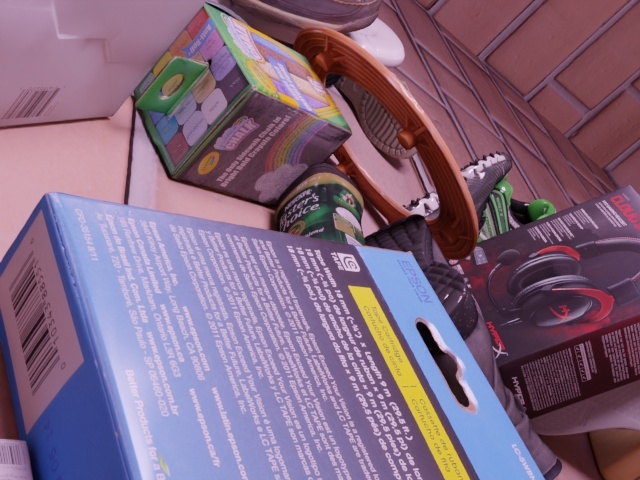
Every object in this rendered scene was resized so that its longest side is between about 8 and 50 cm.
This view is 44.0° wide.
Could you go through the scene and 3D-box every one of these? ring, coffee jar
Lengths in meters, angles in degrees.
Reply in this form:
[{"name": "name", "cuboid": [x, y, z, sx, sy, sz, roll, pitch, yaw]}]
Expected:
[{"name": "ring", "cuboid": [0.065, -0.106, 0.962, 0.337, 0.032, 0.337, 48, -13, 15]}, {"name": "coffee jar", "cuboid": [0.000, 0.000, 0.806, 0.079, 0.096, 0.184, 36, 25, -23]}]

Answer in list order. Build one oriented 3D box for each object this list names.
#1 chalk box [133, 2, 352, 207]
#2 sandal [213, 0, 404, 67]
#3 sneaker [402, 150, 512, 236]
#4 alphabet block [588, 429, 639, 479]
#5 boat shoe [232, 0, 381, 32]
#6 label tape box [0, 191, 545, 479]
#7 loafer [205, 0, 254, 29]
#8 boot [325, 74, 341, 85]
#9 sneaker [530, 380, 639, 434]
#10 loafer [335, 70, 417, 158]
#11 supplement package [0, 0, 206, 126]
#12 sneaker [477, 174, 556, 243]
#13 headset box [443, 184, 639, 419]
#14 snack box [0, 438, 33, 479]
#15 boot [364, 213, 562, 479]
[{"name": "chalk box", "cuboid": [-0.097, -0.140, 0.821, 0.213, 0.132, 0.132, 16, 38, -51]}, {"name": "sandal", "cuboid": [-0.090, -0.292, 1.053, 0.416, 0.102, 0.169, 12, 40, -18]}, {"name": "sneaker", "cuboid": [0.210, -0.047, 1.170, 0.234, 0.078, 0.106, -32, 92, -29]}, {"name": "alphabet block", "cuboid": [0.511, 0.268, 1.108, 0.193, 0.197, 0.192, 41, 23, -12]}, {"name": "boat shoe", "cuboid": [-0.082, -0.371, 0.955, 0.355, 0.130, 0.132, 29, 41, 6]}, {"name": "label tape box", "cuboid": [-0.025, 0.109, 0.538, 0.333, 0.106, 0.241, 10, 42, -43]}, {"name": "loafer", "cuboid": [-0.185, -0.241, 0.913, 0.267, 0.096, 0.084, 22, 53, -32]}, {"name": "boot", "cuboid": [-0.055, -0.387, 1.301, 0.207, 0.094, 0.246, 31, -21, 25]}, {"name": "sneaker", "cuboid": [0.398, 0.184, 1.000, 0.147, 0.295, 0.105, -28, 114, -73]}, {"name": "loafer", "cuboid": [0.109, -0.243, 1.362, 0.092, 0.102, 0.269, 8, 43, -46]}, {"name": "supplement package", "cuboid": [-0.229, -0.209, 0.618, 0.145, 0.204, 0.262, 50, 24, 6]}, {"name": "sneaker", "cuboid": [0.353, 0.028, 1.287, 0.343, 0.146, 0.134, 38, 25, -20]}, {"name": "headset box", "cuboid": [0.323, 0.066, 0.962, 0.218, 0.293, 0.110, -104, 172, -55]}, {"name": "snack box", "cuboid": [-0.214, 0.118, 0.357, 0.178, 0.022, 0.064, 20, 36, -46]}, {"name": "boot", "cuboid": [0.123, 0.112, 0.838, 0.223, 0.118, 0.338, 58, 8, -17]}]
